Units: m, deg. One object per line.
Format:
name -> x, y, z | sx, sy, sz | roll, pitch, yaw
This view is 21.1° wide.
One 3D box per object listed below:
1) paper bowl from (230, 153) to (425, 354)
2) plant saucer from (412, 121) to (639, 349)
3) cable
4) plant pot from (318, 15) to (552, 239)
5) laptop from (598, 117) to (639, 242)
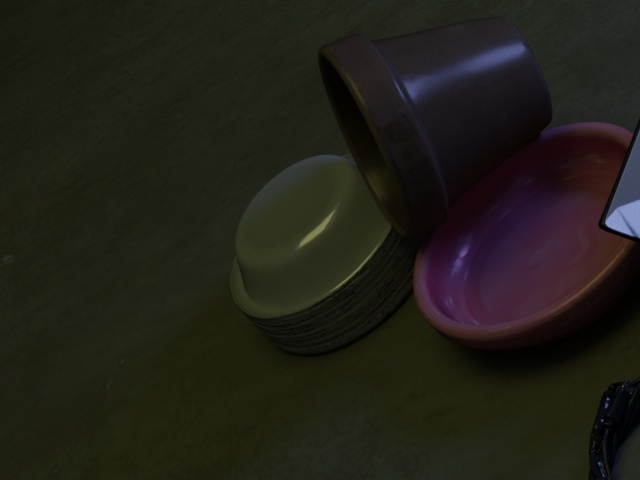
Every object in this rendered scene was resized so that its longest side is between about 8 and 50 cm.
paper bowl -> 0.000, 0.000, 2.288 | 0.284, 0.148, 0.284 | -27, 35, 21
plant saucer -> 0.267, 0.006, 2.044 | 0.332, 0.084, 0.332 | -29, 33, 21
cable -> 0.344, 0.208, 1.762 | 0.150, 0.047, 0.184 | -8, 43, 36
plant pot -> 0.151, -0.163, 2.096 | 0.229, 0.263, 0.263 | -25, 32, -4
laptop -> 0.551, -0.151, 1.763 | 0.407, 0.236, 0.382 | 20, 58, 11
